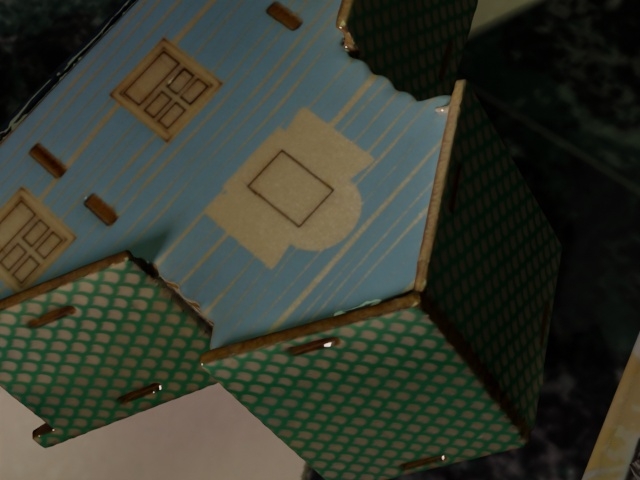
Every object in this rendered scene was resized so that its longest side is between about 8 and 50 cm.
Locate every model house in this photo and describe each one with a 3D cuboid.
[{"bbox_3d":[0.000,0.000,0.672,0.271,0.178,0.206,-46,52,-8],"label":"model house"}]

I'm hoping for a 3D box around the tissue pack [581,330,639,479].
[{"bbox_3d":[0.187,0.045,0.599,0.159,0.145,0.229,16,71,27],"label":"tissue pack"}]
